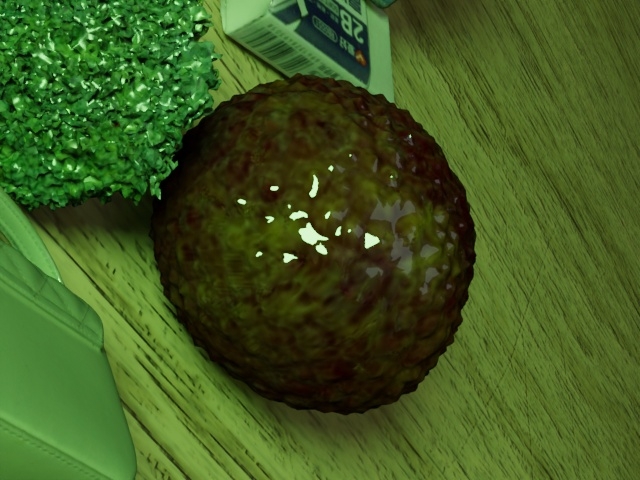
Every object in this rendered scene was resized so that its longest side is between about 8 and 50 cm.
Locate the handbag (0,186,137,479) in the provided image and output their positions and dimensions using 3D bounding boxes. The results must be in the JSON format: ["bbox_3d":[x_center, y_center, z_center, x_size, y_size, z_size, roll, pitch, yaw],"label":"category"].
[{"bbox_3d":[-0.197,0.030,0.557,0.256,0.079,0.219,57,10,-56],"label":"handbag"}]

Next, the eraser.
[{"bbox_3d":[-0.007,-0.216,1.015,0.210,0.068,0.125,28,52,-48],"label":"eraser"}]

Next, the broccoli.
[{"bbox_3d":[-0.155,-0.110,0.718,0.220,0.194,0.194,54,32,11],"label":"broccoli"}]

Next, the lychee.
[{"bbox_3d":[0.000,0.000,0.789,0.260,0.260,0.261,27,56,-48],"label":"lychee"}]

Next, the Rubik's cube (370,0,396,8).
[{"bbox_3d":[0.057,-0.415,0.987,0.237,0.237,0.238,25,38,-50],"label":"Rubik's cube"}]
